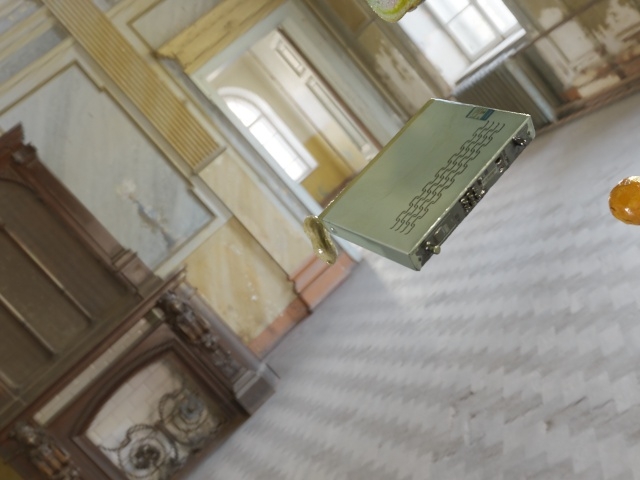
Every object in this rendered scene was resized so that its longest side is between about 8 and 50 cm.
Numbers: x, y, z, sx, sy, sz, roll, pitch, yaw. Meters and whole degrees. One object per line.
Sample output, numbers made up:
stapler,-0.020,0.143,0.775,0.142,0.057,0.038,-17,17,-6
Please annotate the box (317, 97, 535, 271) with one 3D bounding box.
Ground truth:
box,0.148,-0.087,0.950,0.211,0.045,0.270,23,64,45

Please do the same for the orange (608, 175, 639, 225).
orange,0.505,-0.063,1.096,0.083,0.083,0.083,-41,7,6

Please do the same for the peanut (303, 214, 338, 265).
peanut,0.000,0.000,1.034,0.037,0.083,0.037,-22,-6,-3

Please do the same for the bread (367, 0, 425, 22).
bread,0.160,-0.458,1.020,0.156,0.158,0.260,-33,-19,-17
